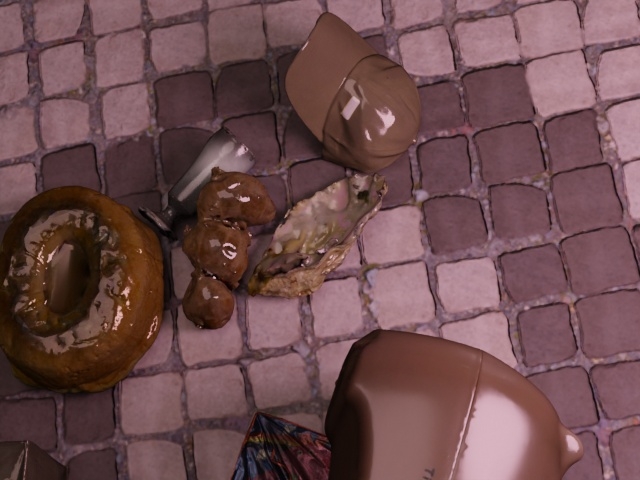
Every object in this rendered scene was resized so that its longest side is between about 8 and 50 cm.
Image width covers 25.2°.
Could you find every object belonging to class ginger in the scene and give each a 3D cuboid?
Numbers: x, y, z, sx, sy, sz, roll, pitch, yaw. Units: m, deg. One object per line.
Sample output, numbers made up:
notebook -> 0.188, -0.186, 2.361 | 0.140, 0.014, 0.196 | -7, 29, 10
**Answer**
ginger -> -0.125, 0.013, 1.801 | 0.104, 0.080, 0.204 | 20, 85, -12

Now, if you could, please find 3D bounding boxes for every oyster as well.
oyster -> 0.008, -0.002, 1.808 | 0.132, 0.072, 0.209 | 12, 54, 44

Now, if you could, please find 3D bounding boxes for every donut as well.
donut -> -0.305, 0.058, 1.804 | 0.208, 0.128, 0.262 | -4, 71, 7

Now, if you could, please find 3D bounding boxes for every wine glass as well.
wine glass -> -0.160, -0.072, 1.859 | 0.072, 0.072, 0.155 | 41, 81, 20

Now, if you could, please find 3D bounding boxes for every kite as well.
kite -> -0.028, 0.303, 1.729 | 0.321, 0.016, 0.234 | -25, 66, -1

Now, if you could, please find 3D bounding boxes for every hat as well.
hat -> 0.050, -0.192, 1.820 | 0.144, 0.173, 0.166 | 25, 77, 25

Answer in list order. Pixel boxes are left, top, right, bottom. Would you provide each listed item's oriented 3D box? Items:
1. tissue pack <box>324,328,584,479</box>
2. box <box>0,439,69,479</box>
tissue pack -> 0.109, 0.309, 1.561 | 0.276, 0.267, 0.387 | 19, 76, -2
box -> -0.439, 0.331, 1.712 | 0.231, 0.149, 0.156 | -2, 68, 9
